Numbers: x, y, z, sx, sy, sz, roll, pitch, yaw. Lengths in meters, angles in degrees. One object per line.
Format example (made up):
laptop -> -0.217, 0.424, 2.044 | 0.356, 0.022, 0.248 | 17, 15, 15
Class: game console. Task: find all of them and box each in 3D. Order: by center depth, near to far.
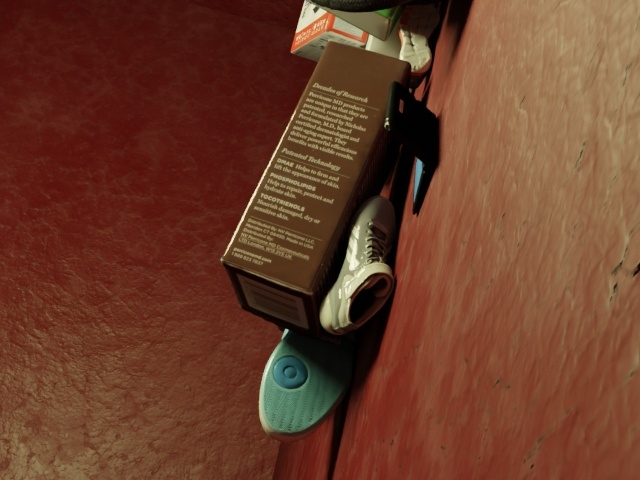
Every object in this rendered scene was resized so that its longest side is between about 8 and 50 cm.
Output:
game console -> 0.099, -0.111, 0.942 | 0.071, 0.107, 0.122 | -41, 21, 30

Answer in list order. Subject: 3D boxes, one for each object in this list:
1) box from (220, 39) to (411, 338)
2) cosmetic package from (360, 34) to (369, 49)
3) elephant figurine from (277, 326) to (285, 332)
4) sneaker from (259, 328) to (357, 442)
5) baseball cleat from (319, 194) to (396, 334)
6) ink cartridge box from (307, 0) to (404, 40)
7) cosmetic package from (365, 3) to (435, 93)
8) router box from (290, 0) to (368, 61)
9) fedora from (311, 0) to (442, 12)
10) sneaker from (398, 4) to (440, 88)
box -> 0.005, -0.075, 1.154 | 0.191, 0.143, 0.381 | 84, -150, -65
cosmetic package -> 0.135, -0.575, 1.988 | 0.453, 0.162, 0.230 | -80, 6, -71
elephant figurine -> -0.008, 0.130, 1.502 | 0.169, 0.186, 0.239 | -1, 82, 44
sneaker -> -0.019, 0.205, 1.248 | 0.208, 0.127, 0.319 | 110, -175, -50
baseball cleat -> 0.069, 0.027, 1.016 | 0.109, 0.072, 0.205 | -19, 47, 57
ink cartridge box -> 0.083, -0.492, 1.229 | 0.289, 0.211, 0.121 | -61, -4, -3
cosmetic package -> 0.121, -0.319, 1.447 | 0.284, 0.097, 0.377 | -110, 35, -84
router box -> 0.048, -0.525, 1.593 | 0.335, 0.082, 0.301 | -156, 82, -76
fedora -> 0.091, -0.416, 1.059 | 0.152, 0.334, 0.334 | 32, -111, -59
sneaker -> 0.143, -0.296, 1.217 | 0.065, 0.061, 0.158 | 93, -170, -57
